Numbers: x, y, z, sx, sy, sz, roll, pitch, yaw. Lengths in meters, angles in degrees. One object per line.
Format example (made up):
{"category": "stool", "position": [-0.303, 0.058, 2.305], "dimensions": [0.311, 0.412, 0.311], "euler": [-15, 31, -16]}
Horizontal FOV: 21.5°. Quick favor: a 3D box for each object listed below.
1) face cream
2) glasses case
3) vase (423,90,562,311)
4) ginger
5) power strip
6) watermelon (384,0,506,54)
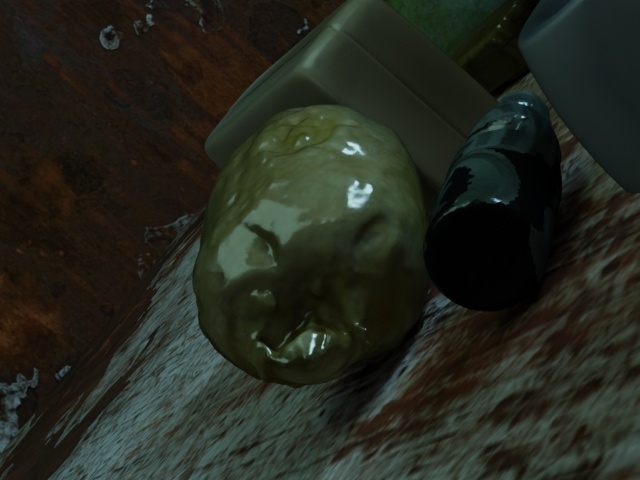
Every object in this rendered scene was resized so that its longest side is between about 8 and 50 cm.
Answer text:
{"category": "face cream", "position": [0.142, -0.073, 0.635], "dimensions": [0.117, 0.104, 0.117], "euler": [-49, 7, 8]}
{"category": "glasses case", "position": [0.016, -0.075, 1.222], "dimensions": [0.076, 0.144, 0.336], "euler": [-51, 9, -14]}
{"category": "vase", "position": [0.096, -0.032, 0.866], "dimensions": [0.060, 0.060, 0.211], "euler": [-45, 7, 26]}
{"category": "ginger", "position": [0.000, 0.000, 0.993], "dimensions": [0.138, 0.152, 0.267], "euler": [-17, 10, 11]}
{"category": "power strip", "position": [0.111, -0.126, 1.328], "dimensions": [0.064, 0.044, 0.305], "euler": [-52, 7, -27]}
{"category": "watermelon", "position": [0.170, -0.284, 1.452], "dimensions": [0.305, 0.180, 0.224], "euler": [-46, 51, -2]}
